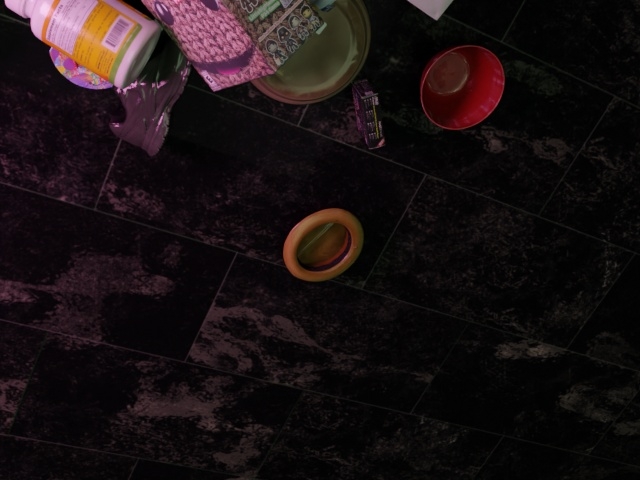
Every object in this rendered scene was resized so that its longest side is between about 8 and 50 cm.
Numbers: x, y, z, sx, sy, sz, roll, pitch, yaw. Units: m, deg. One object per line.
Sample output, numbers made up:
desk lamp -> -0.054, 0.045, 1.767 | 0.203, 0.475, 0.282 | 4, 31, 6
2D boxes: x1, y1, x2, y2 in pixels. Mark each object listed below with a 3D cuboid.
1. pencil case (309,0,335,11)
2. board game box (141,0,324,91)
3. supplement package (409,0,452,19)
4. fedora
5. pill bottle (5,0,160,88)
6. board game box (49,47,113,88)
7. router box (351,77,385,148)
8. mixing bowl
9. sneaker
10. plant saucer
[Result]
pencil case -> -0.056, -0.542, 1.420 | 0.273, 0.124, 0.114 | 43, 63, -22
board game box -> -0.178, -0.427, 1.365 | 0.141, 0.232, 0.291 | -50, 115, -23
supplement package -> 0.203, -0.580, 1.434 | 0.204, 0.145, 0.262 | 23, 120, -35
fedora -> 0.000, 0.000, 1.805 | 0.194, 0.079, 0.194 | -8, 119, -15
pill bottle -> -0.422, -0.390, 1.404 | 0.245, 0.136, 0.136 | 32, 110, -7
board game box -> -0.431, -0.364, 1.502 | 0.133, 0.033, 0.169 | 26, 111, -27
router box -> 0.100, -0.266, 1.660 | 0.038, 0.092, 0.123 | -15, 124, -5
mixing bowl -> 0.282, -0.336, 1.660 | 0.181, 0.098, 0.182 | -7, 123, -10
sneaker -> -0.324, -0.305, 1.529 | 0.130, 0.109, 0.286 | 21, 110, -14
plant saucer -> -0.030, -0.398, 1.580 | 0.277, 0.041, 0.278 | -6, 121, -10
